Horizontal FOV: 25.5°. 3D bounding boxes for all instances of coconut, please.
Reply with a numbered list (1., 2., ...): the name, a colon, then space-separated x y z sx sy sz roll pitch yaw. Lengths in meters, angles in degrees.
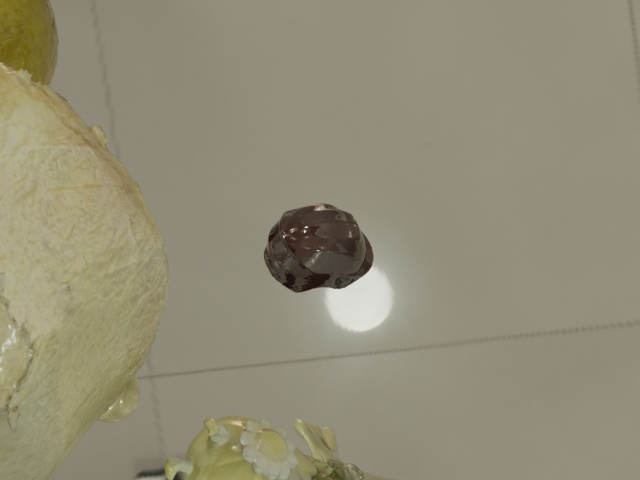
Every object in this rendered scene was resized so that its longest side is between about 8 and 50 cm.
1. coconut: -0.299 0.032 1.106 0.346 0.360 0.346 12 133 14

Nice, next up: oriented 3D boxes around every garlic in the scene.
1. garlic: -0.275 0.216 1.951 0.053 0.041 0.083 13 78 47

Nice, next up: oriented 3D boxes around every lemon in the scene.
1. lemon: -0.446 -0.245 1.736 0.267 0.267 0.267 1 95 16

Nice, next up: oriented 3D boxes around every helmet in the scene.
1. helmet: 0.000 0.000 1.531 0.123 0.070 0.098 -13 57 -13

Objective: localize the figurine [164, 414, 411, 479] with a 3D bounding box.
1. figurine: -0.010 0.276 1.492 0.226 0.394 0.274 -42 40 16
